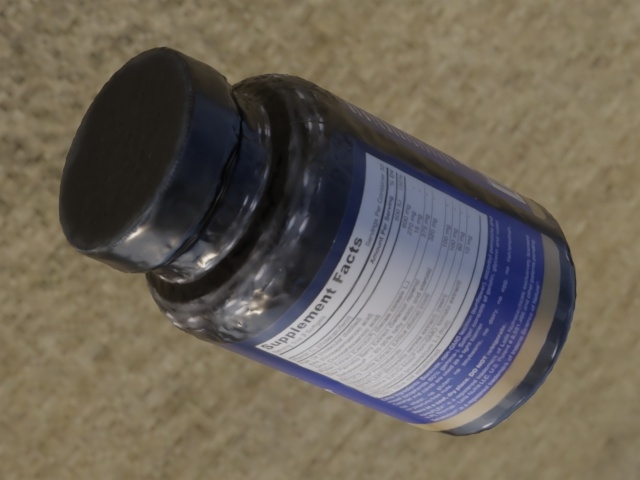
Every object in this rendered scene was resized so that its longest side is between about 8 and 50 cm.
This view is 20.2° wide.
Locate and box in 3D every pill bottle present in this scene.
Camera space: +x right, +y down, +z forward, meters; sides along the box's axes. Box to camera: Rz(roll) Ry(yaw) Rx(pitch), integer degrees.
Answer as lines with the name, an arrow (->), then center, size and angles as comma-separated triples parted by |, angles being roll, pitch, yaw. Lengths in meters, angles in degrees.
pill bottle -> 0.000, 0.000, 0.798 | 0.219, 0.123, 0.123 | 25, 104, -34
